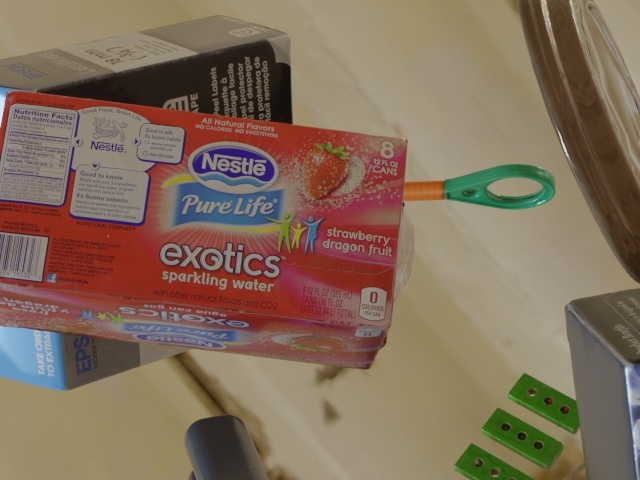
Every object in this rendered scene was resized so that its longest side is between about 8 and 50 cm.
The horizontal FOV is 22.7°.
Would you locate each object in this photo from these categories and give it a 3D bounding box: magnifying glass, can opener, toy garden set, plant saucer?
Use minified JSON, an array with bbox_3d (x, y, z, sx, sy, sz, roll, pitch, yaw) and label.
[{"bbox_3d":[0.182,-0.066,2.024,0.231,0.026,0.092,-3,-26,9],"label":"magnifying glass"},{"bbox_3d":[-0.061,0.216,1.009,0.095,0.283,0.076,-10,-60,-13],"label":"can opener"},{"bbox_3d":[0.296,0.325,2.165,0.244,0.204,0.049,-49,-29,-25],"label":"toy garden set"},{"bbox_3d":[0.231,-0.099,1.294,0.041,0.278,0.278,-22,-6,18],"label":"plant saucer"}]

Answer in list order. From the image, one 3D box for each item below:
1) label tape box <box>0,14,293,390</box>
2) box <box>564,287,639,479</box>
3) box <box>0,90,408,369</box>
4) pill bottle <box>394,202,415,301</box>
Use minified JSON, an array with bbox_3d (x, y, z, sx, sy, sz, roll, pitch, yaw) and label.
[{"bbox_3d":[-0.179,-0.021,1.211,0.334,0.106,0.240,-17,-63,-33],"label":"label tape box"},{"bbox_3d":[0.438,0.181,1.375,0.395,0.293,0.212,-10,12,-2],"label":"box"},{"bbox_3d":[-0.079,-0.003,1.021,0.122,0.257,0.128,105,171,-73],"label":"box"},{"bbox_3d":[0.000,0.000,1.564,0.181,0.181,0.323,-43,-8,2],"label":"pill bottle"}]
